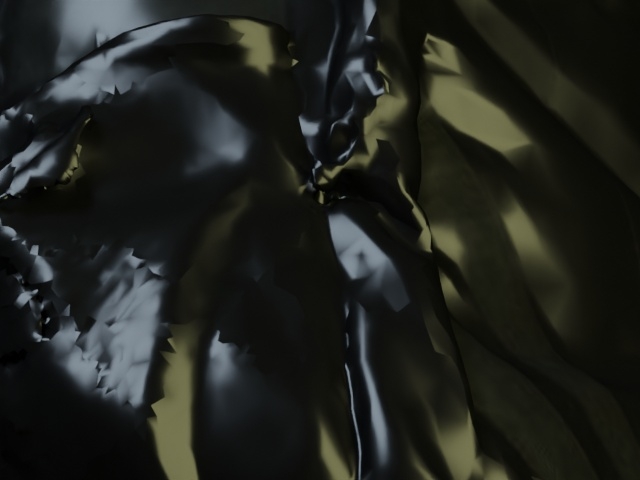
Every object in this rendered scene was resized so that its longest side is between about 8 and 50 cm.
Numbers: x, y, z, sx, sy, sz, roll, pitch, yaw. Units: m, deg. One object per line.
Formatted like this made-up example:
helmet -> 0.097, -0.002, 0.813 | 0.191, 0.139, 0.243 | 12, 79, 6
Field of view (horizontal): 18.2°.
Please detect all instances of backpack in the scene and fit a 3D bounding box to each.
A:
backpack -> 0.000, 0.000, 0.661 | 0.363, 0.255, 0.445 | 31, 45, -45
